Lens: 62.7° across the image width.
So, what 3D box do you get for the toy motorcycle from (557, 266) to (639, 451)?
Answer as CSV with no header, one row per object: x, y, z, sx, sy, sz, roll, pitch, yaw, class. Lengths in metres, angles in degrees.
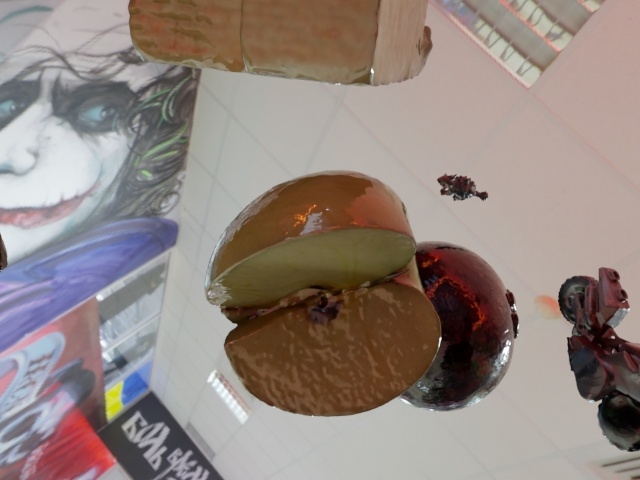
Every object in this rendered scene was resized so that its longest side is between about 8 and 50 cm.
0.352,0.129,0.615,0.122,0.082,0.213,-41,-131,47,toy motorcycle

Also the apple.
0.003,0.053,0.678,0.258,0.233,0.295,-16,-65,9,apple

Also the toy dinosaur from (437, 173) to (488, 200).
0.280,-0.103,1.035,0.055,0.154,0.049,1,-99,52,toy dinosaur

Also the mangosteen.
0.171,0.158,0.955,0.360,0.306,0.306,-12,-62,9,mangosteen

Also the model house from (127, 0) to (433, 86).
-0.041,-0.401,0.701,0.382,0.334,0.342,11,-67,18,model house

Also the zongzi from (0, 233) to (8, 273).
-0.595,-0.117,0.693,0.403,0.208,0.432,40,16,-35,zongzi
